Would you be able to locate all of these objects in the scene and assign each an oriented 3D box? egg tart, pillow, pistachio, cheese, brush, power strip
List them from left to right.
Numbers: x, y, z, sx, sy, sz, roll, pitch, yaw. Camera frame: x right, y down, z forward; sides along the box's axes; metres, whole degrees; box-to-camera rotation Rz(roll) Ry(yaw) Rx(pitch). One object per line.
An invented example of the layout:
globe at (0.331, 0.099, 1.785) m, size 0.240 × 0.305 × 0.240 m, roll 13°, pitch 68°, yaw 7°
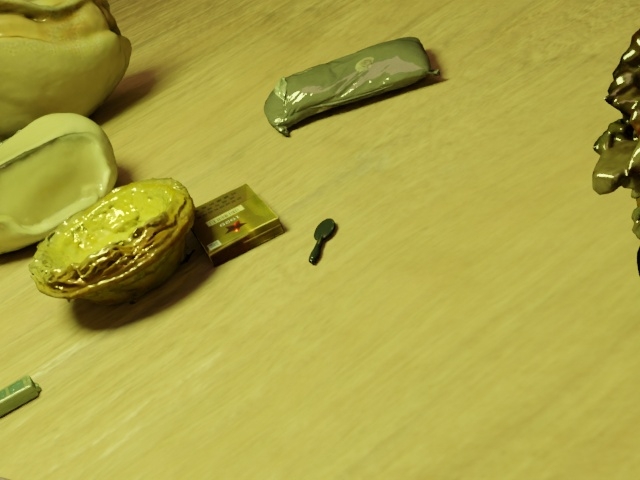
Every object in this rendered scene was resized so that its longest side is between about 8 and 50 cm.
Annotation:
power strip at (-0.321, 0.163, 0.920) m, size 0.083 × 0.017 × 0.027 m, roll -29°, pitch 27°, yaw -15°
pistachio at (-0.549, -0.300, 1.595) m, size 0.446 × 0.281 × 0.365 m, roll -23°, pitch -8°, yaw -18°
cheese at (-0.420, -0.081, 1.310) m, size 0.266 × 0.127 × 0.233 m, roll -36°, pitch 27°, yaw -29°
egg tart at (-0.228, 0.008, 1.047) m, size 0.213 × 0.090 × 0.212 m, roll -17°, pitch 28°, yaw 9°
brush at (0.000, 0.000, 0.983) m, size 0.024 × 0.008 × 0.083 m, roll -9°, pitch 31°, yaw 20°
pillow at (0.036, -0.234, 1.320) m, size 0.255 × 0.059 × 0.169 m, roll -19°, pitch 25°, yaw 9°

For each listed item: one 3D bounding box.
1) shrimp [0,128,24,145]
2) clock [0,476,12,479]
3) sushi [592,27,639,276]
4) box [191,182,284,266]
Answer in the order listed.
shrimp at (-0.509, -0.142, 1.531) m, size 0.190 × 0.073 × 0.075 m, roll -14°, pitch 15°, yaw 24°
clock at (-0.206, 0.239, 0.397) m, size 0.113 × 0.322 × 0.295 m, roll -54°, pitch 6°, yaw 49°
sushi at (0.321, -0.078, 0.665) m, size 0.225 × 0.218 × 0.238 m, roll -13°, pitch 28°, yaw 26°
box at (-0.105, -0.021, 1.083) m, size 0.090 × 0.023 × 0.133 m, roll -29°, pitch 28°, yaw -9°
